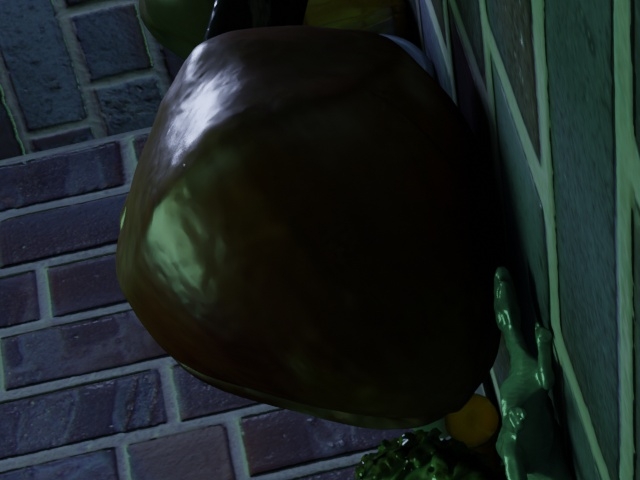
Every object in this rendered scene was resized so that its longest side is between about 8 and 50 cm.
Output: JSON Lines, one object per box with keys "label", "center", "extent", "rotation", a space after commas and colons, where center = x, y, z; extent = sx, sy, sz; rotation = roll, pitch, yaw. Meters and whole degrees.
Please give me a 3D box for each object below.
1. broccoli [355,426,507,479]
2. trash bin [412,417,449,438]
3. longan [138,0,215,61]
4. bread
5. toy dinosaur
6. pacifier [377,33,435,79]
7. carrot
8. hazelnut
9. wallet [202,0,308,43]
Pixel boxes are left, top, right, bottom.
{"label": "broccoli", "center": [0.098, 0.300, 1.714], "extent": [0.242, 0.273, 0.180], "rotation": [61, -161, 15]}
{"label": "trash bin", "center": [0.125, 0.135, 2.002], "extent": [0.130, 0.059, 0.116], "rotation": [76, -149, -68]}
{"label": "longan", "center": [-0.076, -0.312, 2.123], "extent": [0.350, 0.288, 0.288], "rotation": [14, -116, -85]}
{"label": "bread", "center": [0.050, -0.134, 2.016], "extent": [0.152, 0.119, 0.288], "rotation": [-99, -1, -53]}
{"label": "toy dinosaur", "center": [0.159, 0.159, 1.431], "extent": [0.167, 0.053, 0.242], "rotation": [-102, 0, -49]}
{"label": "pacifier", "center": [0.062, -0.053, 1.861], "extent": [0.207, 0.227, 0.279], "rotation": [16, -129, -44]}
{"label": "carrot", "center": [0.167, 0.216, 2.021], "extent": [0.224, 0.057, 0.057], "rotation": [67, -171, -69]}
{"label": "hazelnut", "center": [0.000, 0.000, 1.568], "extent": [0.372, 0.315, 0.372], "rotation": [48, 178, 2]}
{"label": "wallet", "center": [-0.076, -0.119, 1.790], "extent": [0.170, 0.044, 0.321], "rotation": [36, -113, -62]}
